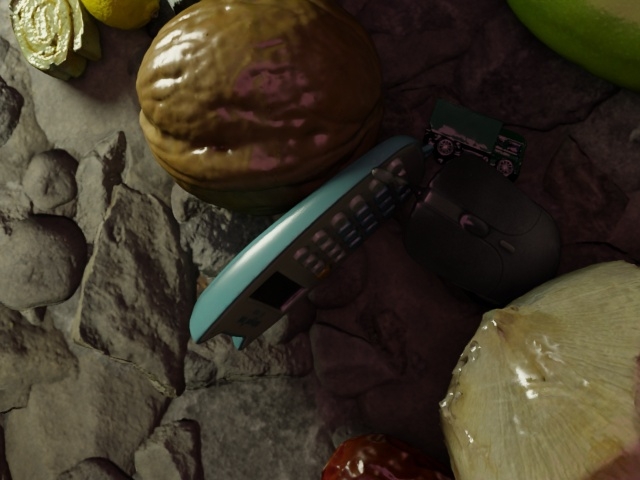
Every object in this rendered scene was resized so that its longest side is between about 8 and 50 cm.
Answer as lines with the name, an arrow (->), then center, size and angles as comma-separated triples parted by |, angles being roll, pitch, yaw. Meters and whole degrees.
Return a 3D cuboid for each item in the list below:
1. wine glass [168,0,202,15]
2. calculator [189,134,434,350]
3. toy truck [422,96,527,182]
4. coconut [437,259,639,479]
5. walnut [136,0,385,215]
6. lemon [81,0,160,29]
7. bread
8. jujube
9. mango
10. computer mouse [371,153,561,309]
wine glass -> -0.137, -0.475, 1.025 | 0.237, 0.238, 0.323 | -4, 89, 5
calculator -> 0.000, 0.000, 0.974 | 0.386, 0.256, 0.054 | -39, 74, 2
toy truck -> 0.221, -0.137, 1.056 | 0.147, 0.065, 0.079 | 23, 86, 7
coconut -> 0.317, 0.205, 0.862 | 0.404, 0.404, 0.405 | 0, 87, 5
walnut -> -0.080, -0.177, 0.971 | 0.332, 0.333, 0.333 | 0, 87, 5
lemon -> -0.295, -0.369, 1.090 | 0.133, 0.109, 0.109 | 31, 90, 6
bread -> -0.400, -0.319, 1.120 | 0.117, 0.064, 0.156 | -16, 87, 8
jujube -> 0.115, 0.364, 0.988 | 0.250, 0.174, 0.174 | 26, 90, 11
mango -> 0.398, -0.326, 1.004 | 0.343, 0.156, 0.192 | 30, 89, 7
computer mouse -> 0.205, -0.007, 0.941 | 0.379, 0.090, 0.167 | 25, 94, -37
